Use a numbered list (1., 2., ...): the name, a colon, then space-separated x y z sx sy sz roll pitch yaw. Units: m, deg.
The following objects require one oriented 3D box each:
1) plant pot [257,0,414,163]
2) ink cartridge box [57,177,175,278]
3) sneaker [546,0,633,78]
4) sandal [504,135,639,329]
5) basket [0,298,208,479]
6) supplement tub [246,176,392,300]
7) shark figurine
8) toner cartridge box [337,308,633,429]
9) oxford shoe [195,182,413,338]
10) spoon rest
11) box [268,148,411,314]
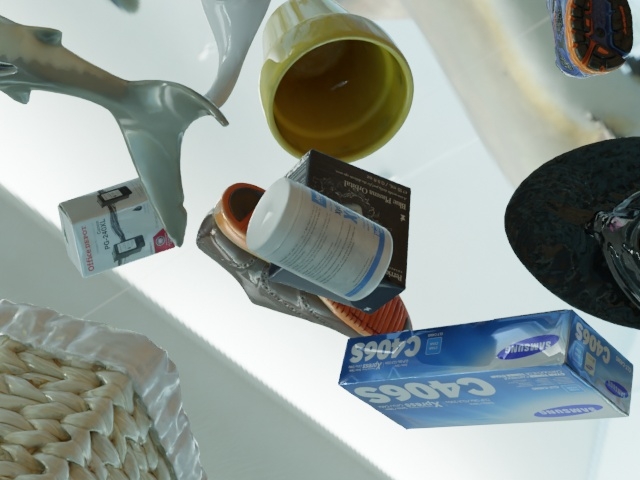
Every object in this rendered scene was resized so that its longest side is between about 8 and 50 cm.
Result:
1. plant pot: 0.004 -0.295 1.805 0.254 0.254 0.239 20 -152 -32
2. ink cartridge box: -0.300 -0.021 1.560 0.150 0.109 0.063 -21 -137 -21
3. sneaker: 0.259 -0.263 1.051 0.083 0.087 0.221 9 -102 -11
4. sandal: 0.352 0.023 0.831 0.107 0.445 0.168 26 -93 -64
5. basket: -0.286 0.239 0.840 0.266 0.328 0.331 -58 -31 -43
6. supplement tub: 0.000 0.000 0.883 0.107 0.071 0.071 28 -125 -24
7. shark figurine: -0.180 -0.056 0.455 0.166 0.116 0.278 42 -157 25
8. toner cartridge box: 0.207 0.175 1.370 0.165 0.347 0.075 36 -124 -37
9. oxford shoe: -0.021 0.060 1.575 0.363 0.133 0.130 38 -137 -9
10. spoon rest: -0.148 -0.335 1.639 0.084 0.137 0.277 5 -79 -64
11. box: 0.028 -0.010 1.359 0.155 0.093 0.158 19 -123 -22
